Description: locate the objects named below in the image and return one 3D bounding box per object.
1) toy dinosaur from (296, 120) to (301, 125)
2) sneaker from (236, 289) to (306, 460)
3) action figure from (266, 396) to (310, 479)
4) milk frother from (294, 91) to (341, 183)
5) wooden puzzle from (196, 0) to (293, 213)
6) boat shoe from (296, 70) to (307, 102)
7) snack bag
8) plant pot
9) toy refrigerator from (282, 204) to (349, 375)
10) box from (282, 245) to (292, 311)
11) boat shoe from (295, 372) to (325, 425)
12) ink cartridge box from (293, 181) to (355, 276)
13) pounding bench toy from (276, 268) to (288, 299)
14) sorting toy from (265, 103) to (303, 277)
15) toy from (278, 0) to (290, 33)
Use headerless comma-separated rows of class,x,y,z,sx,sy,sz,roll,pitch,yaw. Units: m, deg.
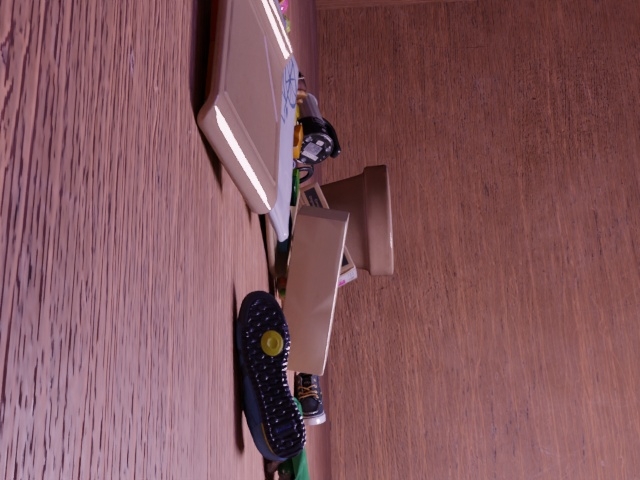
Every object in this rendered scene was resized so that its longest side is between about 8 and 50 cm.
toy dinosaur,-0.073,-0.192,1.679,0.183,0.053,0.093,71,30,-53
sneaker,-0.075,0.168,1.097,0.082,0.069,0.210,-18,-98,59
action figure,-0.049,0.316,1.337,0.137,0.063,0.232,-86,176,-56
milk frother,-0.044,-0.201,1.810,0.129,0.143,0.135,43,22,-46
wooden puzzle,-0.086,-0.180,1.006,0.221,0.044,0.239,63,30,-60
boat shoe,-0.064,-0.286,1.614,0.207,0.073,0.073,-130,-145,-83
snack bag,-0.081,-0.206,1.242,0.323,0.037,0.343,71,18,-60
plant pot,0.051,-0.044,2.077,0.263,0.229,0.263,-2,90,-87
toy refrigerator,-0.018,0.083,1.521,0.102,0.094,0.270,-70,168,-77
box,-0.060,0.112,1.767,0.164,0.021,0.201,57,31,-85
boat shoe,-0.028,0.331,1.874,0.183,0.065,0.083,-124,-152,-84
ink cartridge box,0.000,0.000,1.839,0.235,0.088,0.193,72,-7,-82
pounding bench toy,-0.056,0.077,1.621,0.065,0.083,0.052,-28,117,-52
sorting toy,-0.055,-0.121,1.505,0.229,0.041,0.307,83,12,-52
toy,-0.079,-0.388,1.493,0.137,0.056,0.237,81,7,-56
